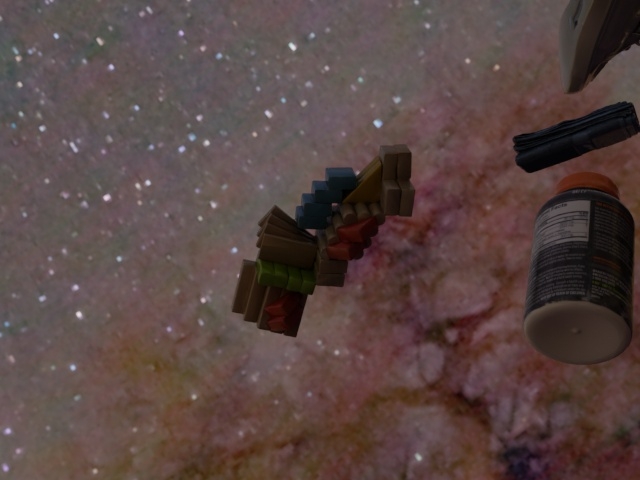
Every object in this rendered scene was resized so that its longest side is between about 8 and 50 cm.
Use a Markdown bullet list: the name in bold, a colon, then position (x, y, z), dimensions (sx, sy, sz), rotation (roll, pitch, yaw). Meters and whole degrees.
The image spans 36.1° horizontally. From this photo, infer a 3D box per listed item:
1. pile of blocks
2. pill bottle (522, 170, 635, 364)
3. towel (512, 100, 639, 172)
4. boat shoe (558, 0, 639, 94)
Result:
- **pile of blocks**: position (0.000, 0.000, 1.431), dimensions (0.149, 0.113, 0.362), rotation (36, -76, -19)
- **pill bottle**: position (0.333, 0.025, 1.252), dimensions (0.130, 0.130, 0.246), rotation (108, 180, -51)
- **towel**: position (0.247, -0.100, 0.952), dimensions (0.119, 0.029, 0.067), rotation (-20, -15, 19)
- **boat shoe**: position (0.293, -0.219, 0.991), dimensions (0.081, 0.079, 0.227), rotation (-2, -23, 1)
